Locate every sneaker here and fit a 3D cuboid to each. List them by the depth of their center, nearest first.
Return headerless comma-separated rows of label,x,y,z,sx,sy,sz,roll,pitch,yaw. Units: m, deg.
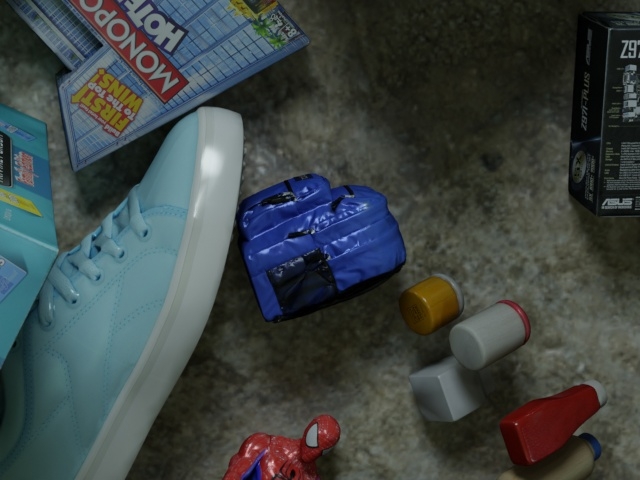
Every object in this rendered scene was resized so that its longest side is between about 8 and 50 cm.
sneaker,-0.176,0.056,1.349,0.150,0.135,0.366,21,101,-18

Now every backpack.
backpack,0.000,0.000,1.381,0.120,0.098,0.101,-19,105,-3

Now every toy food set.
toy food set,0.154,0.125,1.447,0.104,0.111,0.232,-26,100,-34

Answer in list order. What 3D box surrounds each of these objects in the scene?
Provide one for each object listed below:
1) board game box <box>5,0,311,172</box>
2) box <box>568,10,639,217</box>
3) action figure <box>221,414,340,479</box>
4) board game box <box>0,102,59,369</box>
board game box,-0.143,-0.155,1.331,0.194,0.060,0.194,-42,108,3
box,0.289,-0.098,1.411,0.180,0.077,0.147,-2,107,-9
action figure,-0.073,0.255,1.428,0.091,0.139,0.280,39,94,-19
board game box,-0.267,0.053,1.226,0.079,0.336,0.254,25,100,-15
